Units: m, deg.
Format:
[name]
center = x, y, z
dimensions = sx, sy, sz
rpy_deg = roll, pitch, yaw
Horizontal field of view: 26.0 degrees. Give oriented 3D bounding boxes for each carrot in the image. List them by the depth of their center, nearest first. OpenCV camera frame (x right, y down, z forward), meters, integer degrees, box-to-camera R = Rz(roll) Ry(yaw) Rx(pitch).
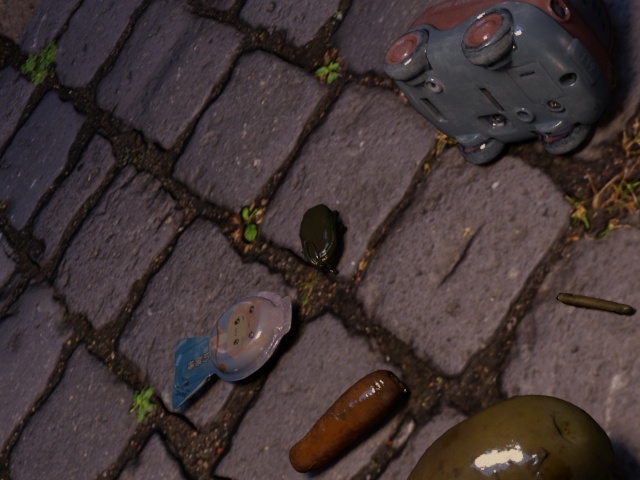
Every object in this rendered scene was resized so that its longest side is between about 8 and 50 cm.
[carrot]
center = 0.029, 0.228, 1.728
dimensions = 0.186, 0.060, 0.060
rpy_deg = -43, 37, 19

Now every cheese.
[cheese]
center = -0.129, 0.149, 1.981
dimensions = 0.245, 0.052, 0.135
rpy_deg = -30, 43, 33

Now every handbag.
[handbag]
center = 0.000, 0.000, 1.948
dimensions = 0.072, 0.047, 0.111
rpy_deg = -32, 42, 23

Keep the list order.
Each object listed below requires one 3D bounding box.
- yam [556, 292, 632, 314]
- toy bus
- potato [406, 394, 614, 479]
[yam]
center = 0.308, 0.071, 1.555
dimensions = 0.107, 0.014, 0.014
rpy_deg = 9, 71, 53
[toy bus]
center = 0.240, -0.248, 1.745
dimensions = 0.294, 0.197, 0.232
rpy_deg = -7, 48, 49
[potato]
center = 0.181, 0.261, 1.429
dimensions = 0.262, 0.165, 0.165
rpy_deg = -40, 38, 22
